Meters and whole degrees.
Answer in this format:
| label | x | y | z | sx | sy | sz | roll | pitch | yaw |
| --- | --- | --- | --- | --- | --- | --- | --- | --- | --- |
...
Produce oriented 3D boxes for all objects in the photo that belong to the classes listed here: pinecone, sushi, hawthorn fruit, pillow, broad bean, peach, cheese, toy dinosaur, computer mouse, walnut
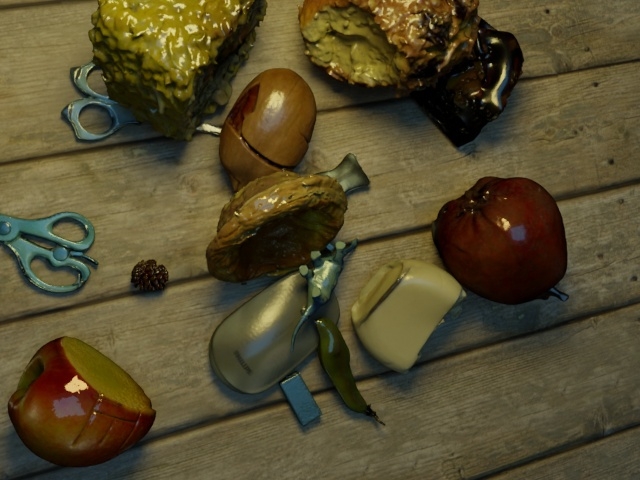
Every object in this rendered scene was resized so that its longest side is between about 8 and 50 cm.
| label | x | y | z | sx | sy | sz | roll | pitch | yaw |
| --- | --- | --- | --- | --- | --- | --- | --- | --- | --- |
| pinecone | -0.378 | 0.080 | 1.338 | 0.083 | 0.077 | 0.077 | 34 | 81 | -21 |
| sushi | -0.275 | -0.418 | 1.238 | 0.240 | 0.351 | 0.396 | 30 | 69 | -4 |
| sushi | 0.377 | -0.396 | 1.468 | 0.227 | 0.212 | 0.215 | -45 | 98 | -12 |
| hawthorn fruit | 0.435 | 0.002 | 1.439 | 0.325 | 0.308 | 0.308 | 38 | 78 | -45 |
| pillow | 0.050 | -0.146 | 1.457 | 0.136 | 0.055 | 0.091 | -31 | 64 | -16 |
| broad bean | 0.054 | 0.314 | 1.427 | 0.075 | 0.067 | 0.325 | -25 | 111 | -1 |
| peach | -0.480 | 0.341 | 1.233 | 0.275 | 0.248 | 0.245 | 32 | 116 | -24 |
| cheese | 0.211 | 0.174 | 1.431 | 0.233 | 0.127 | 0.266 | 35 | 101 | -10 |
| toy dinosaur | 0.003 | 0.082 | 1.358 | 0.076 | 0.144 | 0.329 | 19 | 59 | 20 |
| computer mouse | -0.102 | 0.211 | 1.395 | 0.331 | 0.095 | 0.197 | -40 | 102 | -12 |
| walnut | -0.117 | -0.237 | 1.352 | 0.203 | 0.203 | 0.297 | 23 | 100 | -13 |

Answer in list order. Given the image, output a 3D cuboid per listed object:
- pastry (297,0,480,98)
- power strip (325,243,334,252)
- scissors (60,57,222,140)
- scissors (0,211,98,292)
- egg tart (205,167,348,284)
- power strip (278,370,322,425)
| label | x | y | z | sx | sy | sz | roll | pitch | yaw |
| --- | --- | --- | --- | --- | --- | --- | --- | --- | --- |
| pastry | 0.165 | -0.491 | 1.347 | 0.337 | 0.405 | 0.292 | -46 | 134 | -27 |
| power strip | 0.000 | 0.000 | 1.456 | 0.083 | 0.027 | 0.017 | 40 | 77 | -10 |
| scissors | -0.388 | -0.288 | 1.365 | 0.360 | 0.029 | 0.191 | 13 | 84 | -13 |
| scissors | -0.667 | -0.016 | 1.286 | 0.393 | 0.032 | 0.180 | 21 | 84 | -14 |
| egg tart | -0.101 | -0.042 | 1.301 | 0.352 | 0.352 | 0.150 | -29 | 66 | -13 |
| power strip | -0.049 | 0.372 | 1.432 | 0.056 | 0.032 | 0.123 | -29 | 95 | -14 |
